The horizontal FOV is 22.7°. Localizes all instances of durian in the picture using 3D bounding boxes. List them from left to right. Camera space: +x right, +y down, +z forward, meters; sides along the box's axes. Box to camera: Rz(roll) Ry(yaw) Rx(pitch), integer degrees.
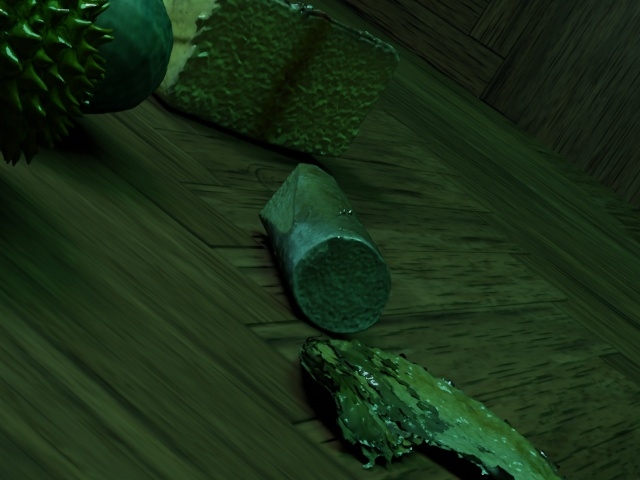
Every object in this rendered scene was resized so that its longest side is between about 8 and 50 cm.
[{"bbox_3d":[-0.209,-0.121,0.832,0.200,0.176,0.237,51,-1,-8],"label":"durian"}]

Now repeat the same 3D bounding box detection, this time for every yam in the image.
[{"bbox_3d":[0.000,0.000,1.086,0.068,0.068,0.169,28,13,-20],"label":"yam"}]

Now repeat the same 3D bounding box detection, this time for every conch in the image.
[{"bbox_3d":[-0.190,-0.157,1.066,0.196,0.134,0.202,31,14,-13],"label":"conch"}]

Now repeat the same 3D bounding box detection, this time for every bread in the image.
[{"bbox_3d":[-0.072,-0.186,1.456,0.240,0.135,0.178,16,21,-45],"label":"bread"}]

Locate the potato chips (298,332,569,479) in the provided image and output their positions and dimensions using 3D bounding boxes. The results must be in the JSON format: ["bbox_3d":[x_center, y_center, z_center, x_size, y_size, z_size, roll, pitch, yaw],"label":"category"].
[{"bbox_3d":[0.071,0.112,0.941,0.220,0.029,0.202,27,13,-34],"label":"potato chips"}]
